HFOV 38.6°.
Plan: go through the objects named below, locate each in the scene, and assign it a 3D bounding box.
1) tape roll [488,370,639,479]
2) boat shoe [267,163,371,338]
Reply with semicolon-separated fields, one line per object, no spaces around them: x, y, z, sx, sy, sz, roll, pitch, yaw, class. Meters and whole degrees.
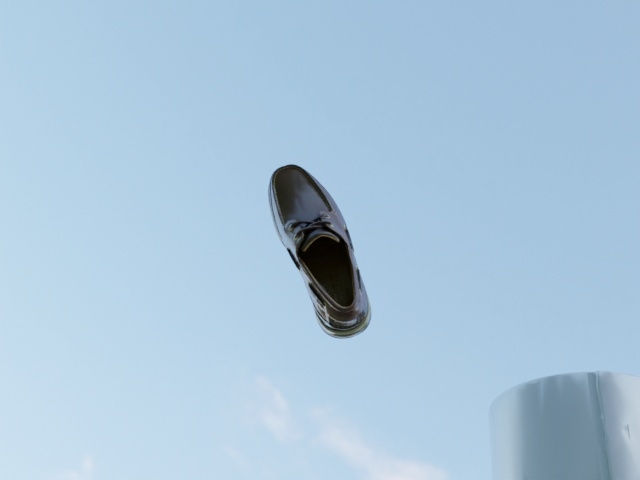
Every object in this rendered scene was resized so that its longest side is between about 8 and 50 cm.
0.341;0.294;1.165;0.246;0.169;0.246;3;-35;2;tape roll
0.000;0.000;0.833;0.064;0.177;0.060;-20;-22;-7;boat shoe
